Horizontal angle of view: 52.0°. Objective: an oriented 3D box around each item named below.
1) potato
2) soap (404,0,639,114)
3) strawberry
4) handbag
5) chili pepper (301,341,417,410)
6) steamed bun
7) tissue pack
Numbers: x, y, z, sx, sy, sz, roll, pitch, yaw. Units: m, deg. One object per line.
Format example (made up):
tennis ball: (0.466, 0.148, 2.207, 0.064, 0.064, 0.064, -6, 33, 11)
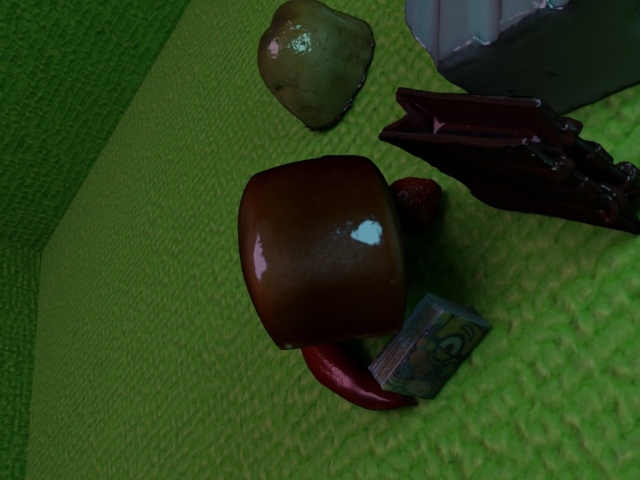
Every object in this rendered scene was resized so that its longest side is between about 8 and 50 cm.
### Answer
potato: (-0.029, -0.401, 1.409, 0.243, 0.243, 0.285, 10, 77, 56)
soap: (0.309, -0.409, 0.940, 0.350, 0.213, 0.434, -22, 54, 44)
strawberry: (0.153, -0.058, 1.069, 0.106, 0.106, 0.106, -31, 48, 42)
handbag: (0.237, -0.104, 0.821, 0.276, 0.260, 0.084, 24, 89, 55)
chili pepper: (0.033, 0.171, 1.117, 0.137, 0.092, 0.368, -31, 45, 4)
steamed bun: (0.000, 0.000, 0.981, 0.379, 0.235, 0.248, -90, -9, -84)
tissue pack: (0.152, 0.150, 0.925, 0.148, 0.109, 0.060, -56, 37, 18)
